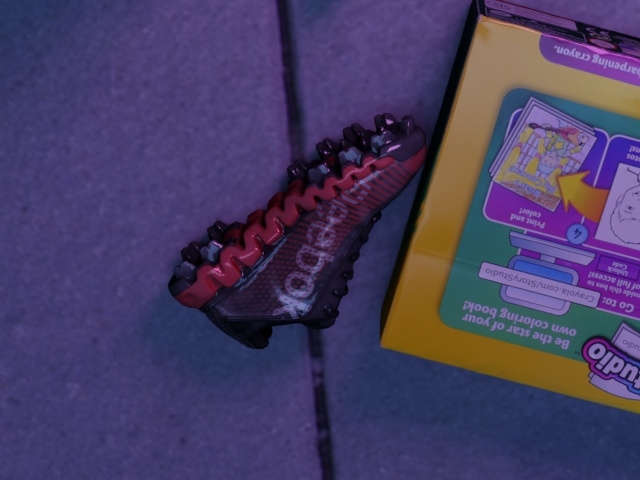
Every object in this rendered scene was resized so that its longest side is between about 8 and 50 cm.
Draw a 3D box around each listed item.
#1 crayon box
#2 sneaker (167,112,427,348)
[{"bbox_3d":[0.266,-0.015,1.580,0.363,0.106,0.313,15,109,-2],"label":"crayon box"},{"bbox_3d":[0.000,0.000,1.604,0.276,0.097,0.135,-37,102,16],"label":"sneaker"}]
